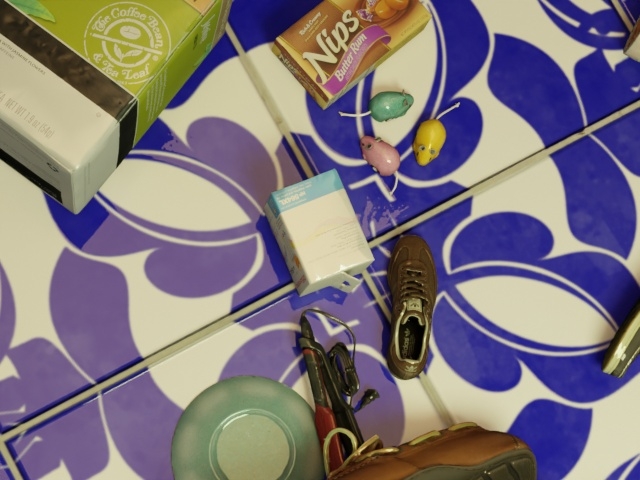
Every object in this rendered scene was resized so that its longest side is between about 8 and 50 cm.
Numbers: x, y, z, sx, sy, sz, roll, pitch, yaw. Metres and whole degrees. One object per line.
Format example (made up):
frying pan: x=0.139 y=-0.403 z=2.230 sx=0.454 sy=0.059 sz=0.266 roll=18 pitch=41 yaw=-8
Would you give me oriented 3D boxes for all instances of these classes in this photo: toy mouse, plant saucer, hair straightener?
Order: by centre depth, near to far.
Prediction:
plant saucer: x=-0.085 y=0.260 z=1.797 sx=0.195 sy=0.037 sz=0.195 roll=2 pitch=77 yaw=-8
hair straightener: x=0.025 y=0.192 z=1.835 sx=0.089 sy=0.047 sz=0.230 roll=-8 pitch=72 yaw=-33
toy mouse: x=0.092 y=-0.144 z=1.917 sx=0.143 sy=0.031 sz=0.161 roll=25 pitch=75 yaw=-3

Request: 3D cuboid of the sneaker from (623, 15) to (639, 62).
sneaker: x=0.533 y=-0.349 z=1.999 sx=0.121 sy=0.108 sz=0.302 roll=31 pitch=83 yaw=-2

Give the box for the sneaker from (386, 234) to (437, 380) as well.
sneaker: x=0.121 y=0.081 z=1.851 sx=0.066 sy=0.071 sz=0.188 roll=4 pitch=78 yaw=-8

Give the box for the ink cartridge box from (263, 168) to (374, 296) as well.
ink cartridge box: x=0.000 y=0.000 z=1.839 sx=0.090 sy=0.092 sz=0.143 roll=-21 pitch=81 yaw=-12

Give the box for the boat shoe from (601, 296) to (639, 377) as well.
boat shoe: x=0.445 y=0.094 z=1.896 sx=0.073 sy=0.080 sz=0.223 roll=36 pitch=70 yaw=5

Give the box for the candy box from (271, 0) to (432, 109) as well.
candy box: x=0.041 y=-0.272 z=1.926 sx=0.187 sy=0.053 sz=0.109 roll=-39 pitch=86 yaw=-16

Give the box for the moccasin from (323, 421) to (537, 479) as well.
moccasin: x=0.075 y=0.296 z=1.729 sx=0.380 sy=0.147 sz=0.139 roll=-20 pitch=118 yaw=-30

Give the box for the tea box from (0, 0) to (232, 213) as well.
tea box: x=-0.328 y=-0.268 z=1.780 sx=0.329 sy=0.220 sz=0.323 roll=36 pitch=74 yaw=0
